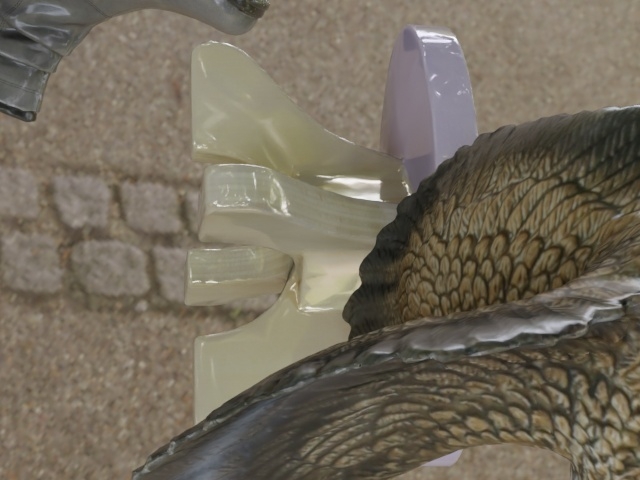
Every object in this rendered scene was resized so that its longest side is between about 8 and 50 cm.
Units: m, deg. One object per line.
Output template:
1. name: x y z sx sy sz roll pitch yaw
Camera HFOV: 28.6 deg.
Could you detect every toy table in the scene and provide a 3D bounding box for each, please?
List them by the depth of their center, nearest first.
1. toy table: 0.000 0.000 0.771 0.161 0.252 0.274 1 65 -9

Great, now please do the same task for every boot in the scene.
1. boot: -0.224 -0.202 1.153 0.338 0.223 0.118 29 5 22

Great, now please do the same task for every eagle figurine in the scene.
1. eagle figurine: 0.087 0.048 0.489 0.298 0.225 0.226 12 -10 29
